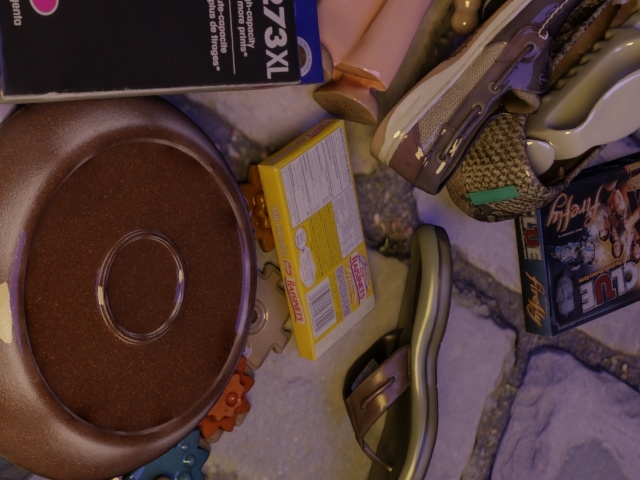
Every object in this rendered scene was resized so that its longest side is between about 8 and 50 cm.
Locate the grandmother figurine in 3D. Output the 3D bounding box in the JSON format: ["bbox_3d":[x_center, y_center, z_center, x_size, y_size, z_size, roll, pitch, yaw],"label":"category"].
[{"bbox_3d":[0.095,-0.277,1.212,0.208,0.104,0.342,42,73,-42],"label":"grandmother figurine"}]

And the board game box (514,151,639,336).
[{"bbox_3d":[0.325,-0.002,1.455,0.243,0.042,0.165,-18,106,-35],"label":"board game box"}]

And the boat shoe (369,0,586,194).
[{"bbox_3d":[0.173,-0.156,1.207,0.285,0.103,0.092,-43,79,-10],"label":"boat shoe"}]

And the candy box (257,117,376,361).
[{"bbox_3d":[0.000,0.000,1.181,0.105,0.027,0.206,-40,129,-43],"label":"candy box"}]

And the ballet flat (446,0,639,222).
[{"bbox_3d":[0.324,-0.191,1.342,0.483,0.182,0.164,-46,113,-25],"label":"ballet flat"}]

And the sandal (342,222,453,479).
[{"bbox_3d":[0.067,0.131,1.245,0.086,0.120,0.303,8,88,-10],"label":"sandal"}]

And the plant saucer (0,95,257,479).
[{"bbox_3d":[-0.148,0.034,0.970,0.310,0.050,0.311,-4,95,-48],"label":"plant saucer"}]

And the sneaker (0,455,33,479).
[{"bbox_3d":[-0.297,0.142,0.935,0.350,0.131,0.148,-31,109,-31],"label":"sneaker"}]

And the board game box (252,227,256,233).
[{"bbox_3d":[-0.155,-0.030,1.067,0.186,0.026,0.126,49,65,-17],"label":"board game box"}]

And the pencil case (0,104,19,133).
[{"bbox_3d":[-0.271,-0.131,0.937,0.113,0.124,0.273,7,90,3],"label":"pencil case"}]

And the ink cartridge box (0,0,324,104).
[{"bbox_3d":[-0.111,-0.199,0.959,0.371,0.069,0.176,-11,98,-49],"label":"ink cartridge box"}]

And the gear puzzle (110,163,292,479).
[{"bbox_3d":[-0.094,0.079,1.139,0.175,0.044,0.339,41,70,-33],"label":"gear puzzle"}]

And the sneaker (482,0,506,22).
[{"bbox_3d":[0.234,-0.298,1.332,0.234,0.097,0.084,-38,153,-25],"label":"sneaker"}]
